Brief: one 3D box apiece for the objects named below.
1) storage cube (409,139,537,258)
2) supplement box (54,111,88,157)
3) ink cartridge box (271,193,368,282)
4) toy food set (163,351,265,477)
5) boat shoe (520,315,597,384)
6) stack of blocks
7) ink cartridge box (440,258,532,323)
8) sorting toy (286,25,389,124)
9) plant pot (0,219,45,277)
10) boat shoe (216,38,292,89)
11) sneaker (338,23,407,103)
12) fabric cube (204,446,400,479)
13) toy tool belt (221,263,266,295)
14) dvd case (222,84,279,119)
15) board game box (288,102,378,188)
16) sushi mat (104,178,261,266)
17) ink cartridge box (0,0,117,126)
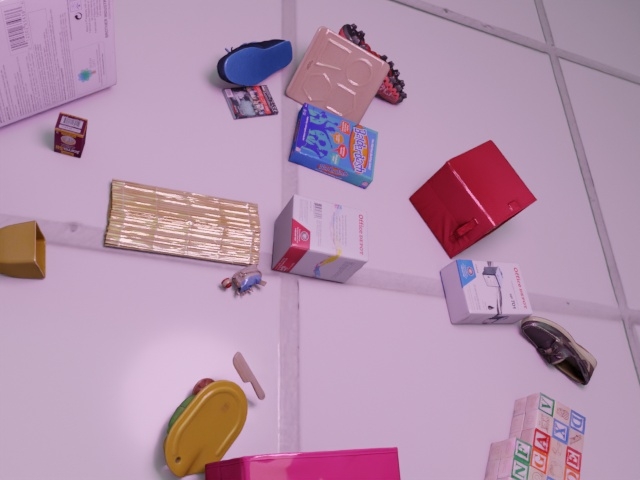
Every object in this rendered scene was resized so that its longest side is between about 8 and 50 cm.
[{"bbox_3d":[0.376,-0.103,1.450,0.215,0.183,0.193,-26,77,-33],"label":"storage cube"},{"bbox_3d":[-0.498,-0.209,1.154,0.055,0.083,0.043,13,60,-19],"label":"supplement box"},{"bbox_3d":[0.000,0.000,1.252,0.176,0.127,0.128,12,59,-19],"label":"ink cartridge box"},{"bbox_3d":[-0.203,0.311,1.035,0.218,0.071,0.128,-50,125,-29],"label":"toy food set"},{"bbox_3d":[0.581,0.270,1.414,0.223,0.080,0.073,37,50,-9],"label":"boat shoe"},{"bbox_3d":[0.455,0.484,1.238,0.171,0.087,0.297,30,56,-8],"label":"stack of blocks"},{"bbox_3d":[0.400,0.125,1.405,0.190,0.082,0.139,3,63,-22],"label":"ink cartridge box"},{"bbox_3d":[0.043,-0.408,1.475,0.208,0.193,0.038,26,17,-13],"label":"sorting toy"},{"bbox_3d":[-0.537,0.020,1.022,0.083,0.081,0.081,-5,66,-16],"label":"plant pot"},{"bbox_3d":[-0.170,-0.434,1.428,0.089,0.109,0.258,16,28,29],"label":"boat shoe"},{"bbox_3d":[0.118,-0.452,1.567,0.276,0.135,0.097,34,39,-34],"label":"sneaker"},{"bbox_3d":[-0.031,0.465,0.891,0.254,0.259,0.258,5,66,-21],"label":"fabric cube"},{"bbox_3d":[-0.154,0.087,1.182,0.083,0.052,0.051,-27,70,-33],"label":"toy tool belt"},{"bbox_3d":[-0.170,-0.340,1.420,0.119,0.013,0.087,-14,71,-31],"label":"dvd case"},{"bbox_3d":[0.036,-0.235,1.442,0.210,0.047,0.160,18,58,-17],"label":"board game box"},{"bbox_3d":[-0.277,-0.035,1.206,0.316,0.019,0.151,9,60,-21],"label":"sushi mat"},{"bbox_3d":[-0.591,-0.370,1.073,0.151,0.270,0.395,41,53,16],"label":"ink cartridge box"}]
